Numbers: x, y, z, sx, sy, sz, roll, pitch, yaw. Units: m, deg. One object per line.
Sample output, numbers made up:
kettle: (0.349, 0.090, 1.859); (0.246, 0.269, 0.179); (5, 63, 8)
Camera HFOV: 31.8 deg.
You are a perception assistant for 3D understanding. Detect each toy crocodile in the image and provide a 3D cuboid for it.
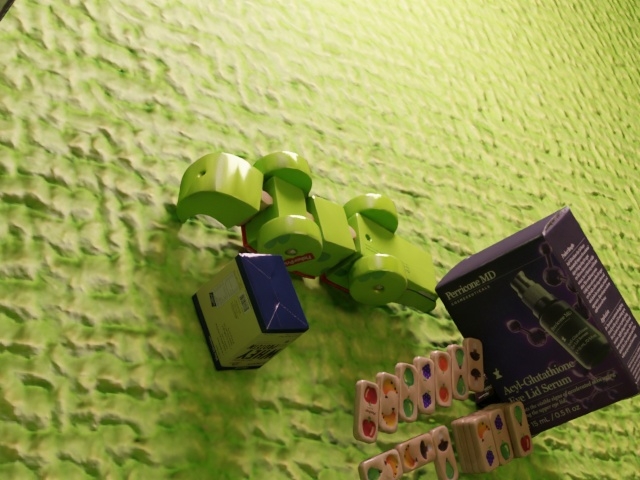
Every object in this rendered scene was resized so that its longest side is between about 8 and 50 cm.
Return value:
toy crocodile: (0.000, 0.000, 1.208); (0.340, 0.105, 0.115); (24, 43, -38)

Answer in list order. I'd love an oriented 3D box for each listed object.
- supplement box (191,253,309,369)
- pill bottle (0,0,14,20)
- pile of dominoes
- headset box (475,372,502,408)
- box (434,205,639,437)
supplement box: (-0.068, 0.069, 1.076); (0.056, 0.083, 0.083); (4, 56, -44)
pill bottle: (-0.321, -0.248, 0.858); (0.210, 0.363, 0.210); (28, 41, -27)
pile of dominoes: (0.130, 0.211, 1.138); (0.251, 0.040, 0.196); (-11, 87, -50)
headset box: (0.214, 0.166, 1.326); (0.062, 0.032, 0.083); (31, 42, -24)
box: (0.253, 0.092, 1.259); (0.207, 0.153, 0.108); (58, 33, -1)
